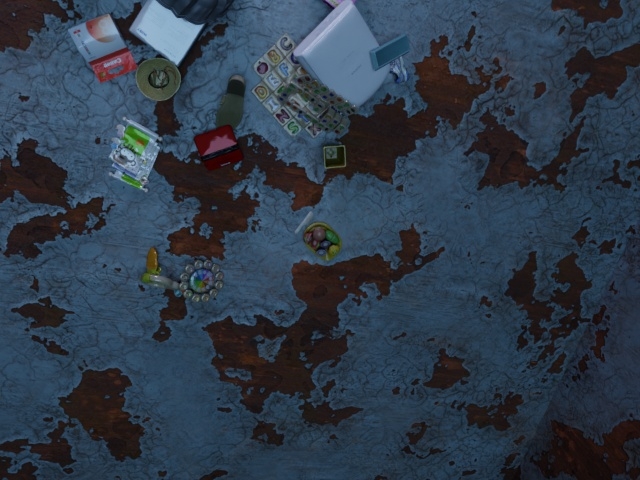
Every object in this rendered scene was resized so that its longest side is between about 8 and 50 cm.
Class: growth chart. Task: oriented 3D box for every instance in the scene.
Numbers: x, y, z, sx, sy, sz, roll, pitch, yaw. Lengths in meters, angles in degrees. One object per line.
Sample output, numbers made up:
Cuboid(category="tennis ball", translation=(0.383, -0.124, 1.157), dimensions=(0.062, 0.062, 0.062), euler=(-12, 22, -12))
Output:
Cuboid(category="growth chart", translation=(-0.674, -0.309, 1.674), dimensions=(0.172, 0.021, 0.237), euler=(20, 107, -15))

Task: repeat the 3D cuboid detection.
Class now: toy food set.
Cuboid(category="toy food set", translation=(0.000, 0.000, 1.884), dimensions=(0.128, 0.071, 0.218), euler=(-44, 112, 9))

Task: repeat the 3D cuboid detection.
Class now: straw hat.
Cuboid(category="straw hat", translation=(-0.547, -0.547, 1.574), dimensions=(0.144, 0.061, 0.144), euler=(-6, 113, -14))

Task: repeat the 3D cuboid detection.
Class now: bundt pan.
Cuboid(category="bundt pan", translation=(-0.365, -0.820, 1.356), dimensions=(0.331, 0.124, 0.331), euler=(3, 86, -44))

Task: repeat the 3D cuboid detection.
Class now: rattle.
Cuboid(category="rattle", translation=(-0.611, 0.137, 1.862), dimensions=(0.199, 0.143, 0.130), euler=(20, 141, -32))

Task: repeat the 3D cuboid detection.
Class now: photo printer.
Cuboid(category="photo printer", translation=(0.089, -0.606, 1.593), dimensions=(0.256, 0.107, 0.307), euler=(-44, 130, 2))

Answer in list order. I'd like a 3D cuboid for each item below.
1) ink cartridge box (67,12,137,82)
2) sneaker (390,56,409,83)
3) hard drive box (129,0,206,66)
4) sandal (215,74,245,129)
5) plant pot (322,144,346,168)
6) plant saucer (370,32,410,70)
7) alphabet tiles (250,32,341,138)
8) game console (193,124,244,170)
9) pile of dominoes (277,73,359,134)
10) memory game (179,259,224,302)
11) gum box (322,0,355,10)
Cuboid(category="ink cartridge box", translation=(-0.713, -0.628, 1.524), dimensions=(0.145, 0.045, 0.179), euler=(-21, 111, 0))
Cuboid(category="sneaker", translation=(0.273, -0.633, 1.682), dimensions=(0.058, 0.052, 0.135), euler=(-25, 113, 6))
Cuboid(category="hard drive box", translation=(-0.472, -0.716, 1.502), dimensions=(0.181, 0.089, 0.232), euler=(35, 102, -20))
Cuboid(category="sandal", translation=(-0.305, -0.490, 1.627), dimensions=(0.088, 0.079, 0.240), euler=(15, 143, -15))
Cuboid(category="plant pot", translation=(0.047, -0.324, 1.752), dimensions=(0.081, 0.083, 0.081), euler=(-6, 113, -6))
Cuboid(category="plant saucer", translation=(0.244, -0.648, 1.593), dimensions=(0.192, 0.018, 0.067), euler=(-38, 123, -29))
Cuboid(category="alphabet tiles", translation=(-0.072, -0.550, 1.679), dimensions=(0.285, 0.011, 0.342), euler=(-40, 113, 8))
Cuboid(category="game console", translation=(-0.370, -0.337, 1.701), dimensions=(0.144, 0.085, 0.124), euler=(-19, 158, -1))
Cuboid(category="pile of dominoes", translation=(-0.013, -0.465, 1.624), dimensions=(0.251, 0.196, 0.040), euler=(29, 63, -20))
Cuboid(category="memory game", translation=(-0.477, 0.165, 1.872), dimensions=(0.186, 0.012, 0.186), euler=(-8, 107, -27))
Cuboid(category="gum box", translation=(0.036, -0.850, 1.545), dimensions=(0.188, 0.062, 0.107), euler=(31, 104, -20))
